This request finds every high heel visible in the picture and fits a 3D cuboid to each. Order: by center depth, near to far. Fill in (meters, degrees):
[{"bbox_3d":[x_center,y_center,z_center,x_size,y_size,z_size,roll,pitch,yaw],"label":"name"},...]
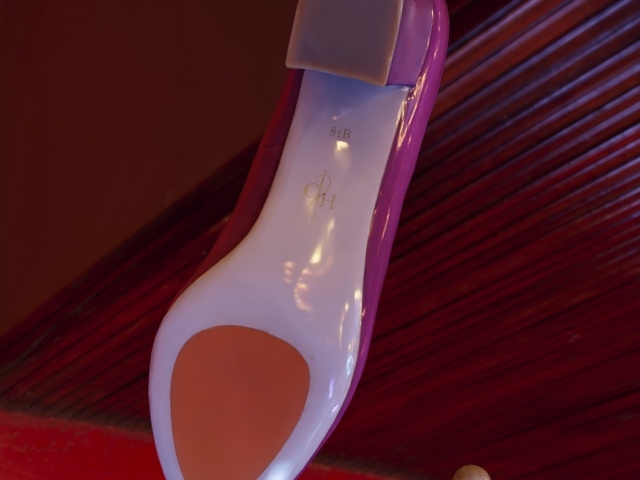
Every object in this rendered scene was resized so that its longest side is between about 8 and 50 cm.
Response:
[{"bbox_3d":[0.000,0.000,0.565,0.127,0.377,0.181,23,13,9],"label":"high heel"}]

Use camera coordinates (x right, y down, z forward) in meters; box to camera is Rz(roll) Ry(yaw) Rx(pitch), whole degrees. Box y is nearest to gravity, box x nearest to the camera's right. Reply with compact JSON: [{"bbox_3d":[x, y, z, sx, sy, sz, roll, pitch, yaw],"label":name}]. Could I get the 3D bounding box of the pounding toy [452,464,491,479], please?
[{"bbox_3d":[0.151,0.399,1.069,0.237,0.110,0.182,-19,87,-24],"label":"pounding toy"}]
